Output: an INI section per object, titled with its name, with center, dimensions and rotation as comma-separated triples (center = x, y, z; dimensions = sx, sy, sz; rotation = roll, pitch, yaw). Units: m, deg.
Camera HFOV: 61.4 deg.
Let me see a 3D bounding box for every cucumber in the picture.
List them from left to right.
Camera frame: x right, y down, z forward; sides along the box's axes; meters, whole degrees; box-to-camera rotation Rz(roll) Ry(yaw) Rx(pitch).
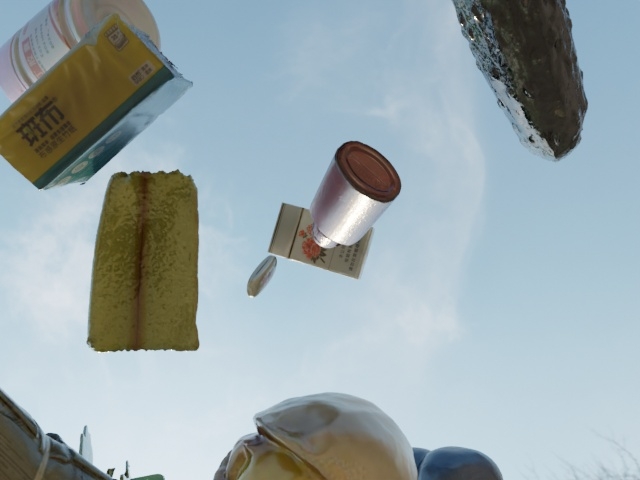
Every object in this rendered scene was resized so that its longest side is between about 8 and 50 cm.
[cucumber]
center = 0.131, -0.171, 0.380
dimensions = 0.072, 0.081, 0.303
rotation = -19, -58, 25

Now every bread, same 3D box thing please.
[bread]
center = -0.383, 0.031, 1.183
dimensions = 0.233, 0.245, 0.362
rotation = 2, -75, -17

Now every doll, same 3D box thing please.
[doll]
center = 0.248, 0.499, 1.106
dimensions = 0.228, 0.258, 0.154
rotation = 11, -106, -42

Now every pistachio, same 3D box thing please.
[pistachio]
center = -0.001, 0.283, 0.634
dimensions = 0.230, 0.230, 0.309
rotation = -50, -27, 0

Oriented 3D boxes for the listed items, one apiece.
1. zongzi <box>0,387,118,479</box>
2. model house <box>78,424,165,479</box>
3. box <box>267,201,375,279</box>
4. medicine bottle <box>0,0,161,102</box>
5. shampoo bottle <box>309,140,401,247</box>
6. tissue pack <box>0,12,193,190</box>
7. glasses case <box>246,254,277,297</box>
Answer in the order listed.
[zongzi]
center = -0.608, 0.450, 0.766
dimensions = 0.467, 0.218, 0.500
rotation = 47, -132, -13
[model house]
center = -0.470, 0.582, 1.212
dimensions = 0.242, 0.358, 0.313
rotation = -2, -61, -16
[box]
center = 0.000, 0.001, 1.073
dimensions = 0.029, 0.198, 0.109
rotation = 21, -95, -74
[medicine bottle]
center = -0.507, -0.388, 1.124
dimensions = 0.202, 0.315, 0.202
rotation = 22, -119, -48
[shampoo bottle]
center = 0.038, -0.052, 0.813
dimensions = 0.102, 0.260, 0.064
rotation = 42, -110, 3
[tissue pack]
center = -0.351, -0.211, 0.839
dimensions = 0.271, 0.192, 0.134
rotation = -40, -81, 4
[glasses case]
center = -0.085, 0.052, 0.790
dimensions = 0.021, 0.083, 0.032
rotation = 14, -56, 15
